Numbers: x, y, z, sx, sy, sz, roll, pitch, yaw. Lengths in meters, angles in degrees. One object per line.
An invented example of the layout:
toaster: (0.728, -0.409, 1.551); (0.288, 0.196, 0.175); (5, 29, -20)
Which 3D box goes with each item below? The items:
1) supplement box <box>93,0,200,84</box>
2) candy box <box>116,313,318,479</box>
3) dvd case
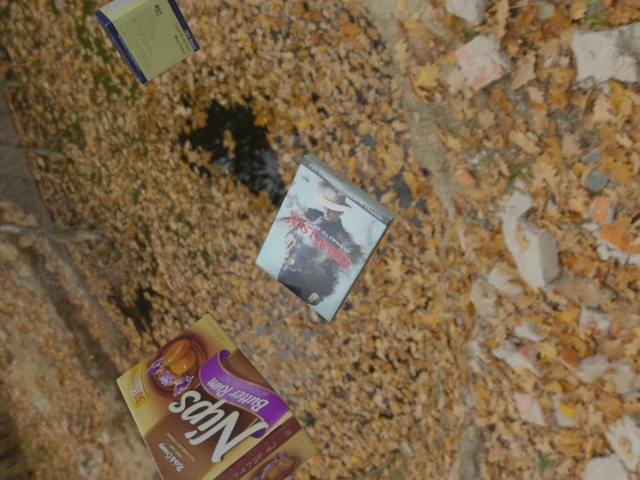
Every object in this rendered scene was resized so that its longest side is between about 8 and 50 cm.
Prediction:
supplement box: (-0.203, -0.247, 0.783); (0.056, 0.083, 0.083); (46, 167, 45)
candy box: (-0.096, 0.148, 0.569); (0.186, 0.109, 0.053); (34, 156, 56)
dvd case: (0.000, 0.000, 0.544); (0.087, 0.013, 0.119); (38, 125, 12)
